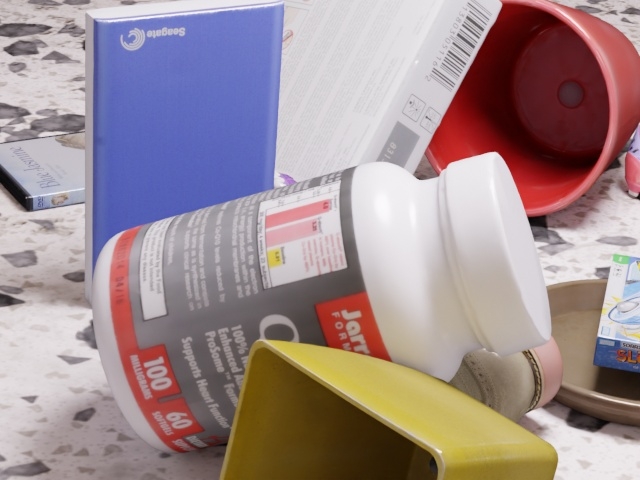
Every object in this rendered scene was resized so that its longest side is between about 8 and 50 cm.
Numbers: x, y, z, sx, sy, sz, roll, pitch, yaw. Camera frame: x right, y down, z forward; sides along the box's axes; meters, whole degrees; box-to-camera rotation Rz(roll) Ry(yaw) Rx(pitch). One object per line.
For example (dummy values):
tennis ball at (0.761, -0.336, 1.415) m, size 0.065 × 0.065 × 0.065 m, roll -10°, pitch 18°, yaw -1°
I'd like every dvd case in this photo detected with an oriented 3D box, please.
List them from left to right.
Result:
dvd case at (-0.283, -0.098, 2.071) m, size 0.253 × 0.022 × 0.180 m, roll -11°, pitch 29°, yaw -29°

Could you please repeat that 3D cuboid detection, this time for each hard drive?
hard drive at (-0.144, -0.093, 1.729) m, size 0.210 × 0.318 × 0.040 m, roll -10°, pitch 28°, yaw -28°

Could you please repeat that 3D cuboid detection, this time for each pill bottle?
pill bottle at (0.003, 0.050, 1.443) m, size 0.363 × 0.210 × 0.210 m, roll -15°, pitch 21°, yaw 15°

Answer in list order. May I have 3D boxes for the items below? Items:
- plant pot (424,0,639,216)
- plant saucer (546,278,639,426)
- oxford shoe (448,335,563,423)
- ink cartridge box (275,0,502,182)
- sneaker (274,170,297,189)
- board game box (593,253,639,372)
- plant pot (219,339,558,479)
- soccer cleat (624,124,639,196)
plant pot at (0.285, -0.181, 2.087) m, size 0.275 × 0.275 × 0.243 m, roll 17°, pitch 17°, yaw 25°
plant saucer at (0.323, 0.116, 1.683) m, size 0.278 × 0.041 × 0.278 m, roll 3°, pitch 25°, yaw -1°
oxford shoe at (0.034, 0.081, 1.608) m, size 0.397 × 0.140 × 0.146 m, roll 19°, pitch 36°, yaw 34°
ink cartridge box at (0.014, -0.201, 2.048) m, size 0.091 × 0.308 × 0.385 m, roll 30°, pitch -5°, yaw -35°
sneaker at (0.000, 0.000, 1.836) m, size 0.105 × 0.095 × 0.236 m, roll -1°, pitch 29°, yaw -26°
board game box at (0.356, 0.079, 1.680) m, size 0.136 × 0.035 × 0.201 m, roll 9°, pitch 25°, yaw 10°
plant pot at (0.060, 0.207, 1.280) m, size 0.187 × 0.212 × 0.212 m, roll -1°, pitch 22°, yaw -44°
soccer cleat at (0.502, -0.079, 2.063) m, size 0.248 × 0.095 × 0.083 m, roll 15°, pitch 27°, yaw 24°
